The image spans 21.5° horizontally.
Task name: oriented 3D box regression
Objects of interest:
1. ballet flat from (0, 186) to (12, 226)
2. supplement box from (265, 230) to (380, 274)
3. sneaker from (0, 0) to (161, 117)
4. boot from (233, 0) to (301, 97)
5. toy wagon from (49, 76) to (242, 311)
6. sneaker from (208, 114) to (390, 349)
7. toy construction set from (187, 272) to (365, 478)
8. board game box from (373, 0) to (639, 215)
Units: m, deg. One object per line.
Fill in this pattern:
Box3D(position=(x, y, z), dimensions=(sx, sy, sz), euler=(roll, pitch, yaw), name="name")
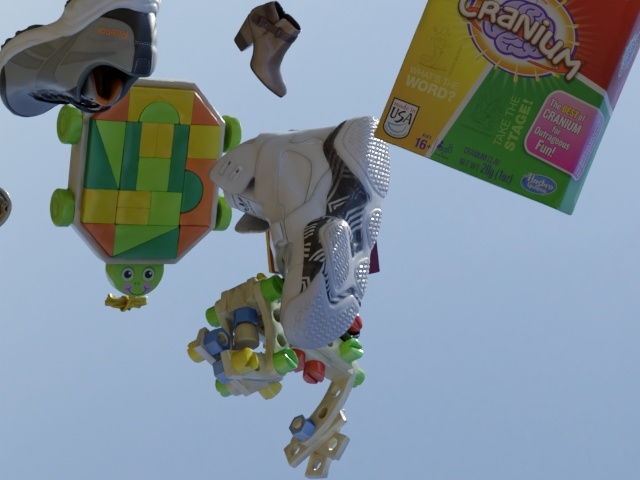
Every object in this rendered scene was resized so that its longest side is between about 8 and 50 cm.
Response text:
Box3D(position=(-0.364, -0.053, 1.460), dimensions=(0.086, 0.248, 0.086), euler=(-8, -104, 32), name="ballet flat")
Box3D(position=(0.000, 0.000, 2.551), dimensions=(0.188, 0.081, 0.104), euler=(4, -78, 55), name="supplement box")
Box3D(position=(-0.260, -0.177, 1.769), dimensions=(0.271, 0.100, 0.108), euler=(-24, -111, 49), name="sneaker")
Box3D(position=(-0.059, -0.261, 2.264), dimensions=(0.087, 0.118, 0.042), euler=(-35, -169, 28), name="boot")
Box3D(position=(-0.250, -0.061, 2.411), dimensions=(0.068, 0.267, 0.344), euler=(23, -71, 60), name="toy wagon")
Box3D(position=(-0.043, -0.011, 2.192), dimensions=(0.210, 0.137, 0.366), euler=(-1, -130, 22), name="sneaker")
Box3D(position=(-0.036, 0.165, 2.200), dimensions=(0.151, 0.327, 0.215), euler=(-16, -133, 21), name="toy construction set")
Box3D(position=(0.229, -0.219, 1.905), dimensions=(0.064, 0.242, 0.316), euler=(14, 98, -67), name="board game box")
